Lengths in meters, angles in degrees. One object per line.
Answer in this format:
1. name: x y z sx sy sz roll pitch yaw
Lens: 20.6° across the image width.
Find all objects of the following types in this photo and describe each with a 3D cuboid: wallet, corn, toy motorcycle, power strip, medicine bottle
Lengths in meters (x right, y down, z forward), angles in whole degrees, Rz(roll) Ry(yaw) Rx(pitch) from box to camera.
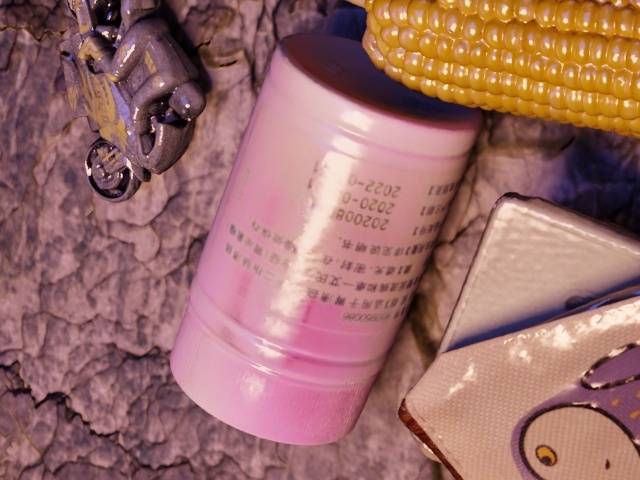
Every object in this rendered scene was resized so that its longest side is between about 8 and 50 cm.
1. wallet: 0.227 0.172 1.123 0.275 0.068 0.335 -35 100 28
2. corn: 0.167 -0.132 1.111 0.347 0.130 0.130 17 108 25
3. toy motorcycle: -0.141 -0.123 1.348 0.124 0.061 0.193 2 102 33
4. power strip: 0.181 0.077 1.166 0.198 0.064 0.213 21 120 4
5. medicine bottle: 0.000 0.000 1.228 0.152 0.152 0.254 32 115 24
